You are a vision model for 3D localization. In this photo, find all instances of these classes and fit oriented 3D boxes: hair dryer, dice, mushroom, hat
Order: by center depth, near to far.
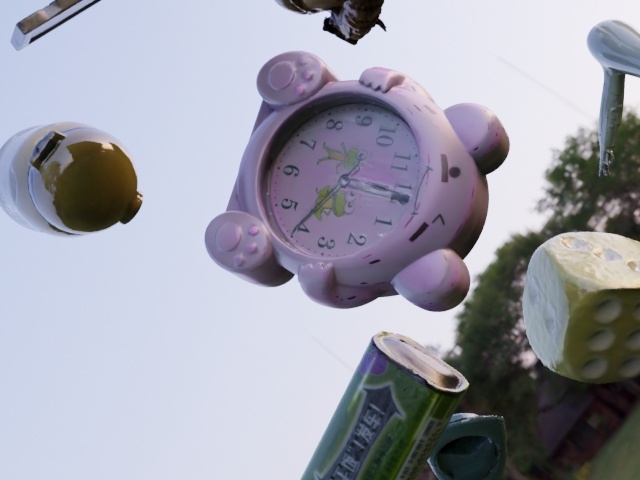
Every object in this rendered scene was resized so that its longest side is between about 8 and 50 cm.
[{"bbox_3d":[0.404,0.095,1.431,0.166,0.169,0.169,-3,-61,-9],"label":"dice"},{"bbox_3d":[0.456,-0.196,1.453,0.075,0.206,0.237,-2,-62,-13],"label":"hair dryer"},{"bbox_3d":[0.051,-0.444,1.492,0.297,0.163,0.278,-12,-34,-17],"label":"mushroom"},{"bbox_3d":[0.229,0.323,1.557,0.138,0.078,0.191,-14,-51,2],"label":"hat"}]

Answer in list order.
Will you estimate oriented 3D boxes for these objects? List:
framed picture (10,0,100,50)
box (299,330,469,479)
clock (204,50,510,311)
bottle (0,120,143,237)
[{"bbox_3d":[-0.229,-0.310,1.130,0.289,0.020,0.211,-35,15,-13],"label":"framed picture"},{"bbox_3d":[0.055,0.289,1.236,0.097,0.134,0.345,-13,-49,-62],"label":"box"},{"bbox_3d":[0.044,-0.064,1.165,0.113,0.322,0.295,34,-108,-63],"label":"clock"},{"bbox_3d":[-0.357,-0.083,1.376,0.171,0.171,0.351,-47,22,-14],"label":"bottle"}]
